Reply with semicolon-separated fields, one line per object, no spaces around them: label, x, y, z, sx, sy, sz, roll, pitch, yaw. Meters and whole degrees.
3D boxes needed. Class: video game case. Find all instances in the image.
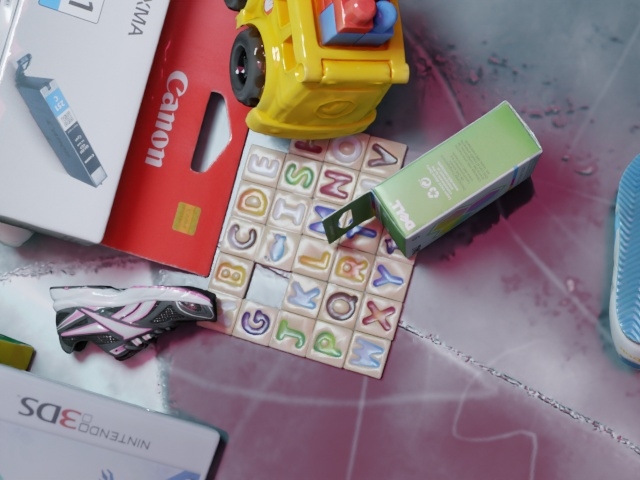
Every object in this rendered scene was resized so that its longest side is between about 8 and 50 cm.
video game case;-0.268;0.294;1.141;0.036;0.300;0.329;11;80;54

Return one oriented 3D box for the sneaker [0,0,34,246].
sneaker;-0.272;-0.141;1.276;0.152;0.114;0.305;8;83;6

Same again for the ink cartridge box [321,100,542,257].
ink cartridge box;0.107;-0.041;1.200;0.209;0.109;0.062;-33;79;-3

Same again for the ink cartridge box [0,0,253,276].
ink cartridge box;-0.188;-0.137;1.230;0.261;0.066;0.296;17;82;-17

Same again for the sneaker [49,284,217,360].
sneaker;-0.186;0.083;1.258;0.178;0.072;0.077;-1;89;18

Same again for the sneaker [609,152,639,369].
sneaker;0.315;0.011;1.184;0.087;0.092;0.229;13;63;12

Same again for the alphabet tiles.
alphabet tiles;0.000;0.000;1.267;0.198;0.009;0.237;15;84;11

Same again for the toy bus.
toy bus;0.006;-0.229;1.182;0.149;0.211;0.220;-3;77;-22

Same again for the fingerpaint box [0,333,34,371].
fingerpaint box;-0.467;0.219;1.076;0.163;0.445;0.371;17;84;13
